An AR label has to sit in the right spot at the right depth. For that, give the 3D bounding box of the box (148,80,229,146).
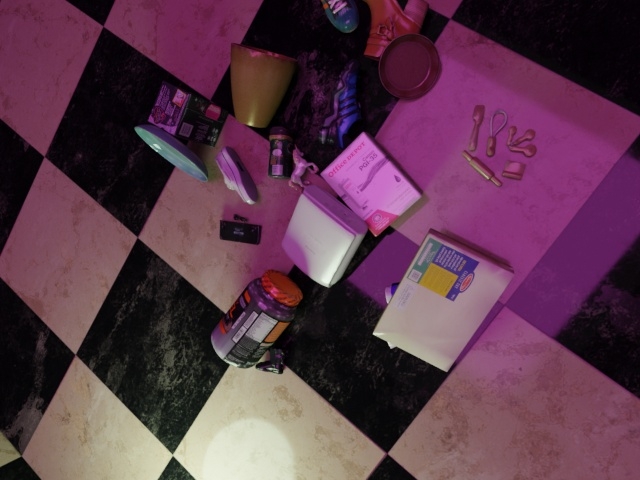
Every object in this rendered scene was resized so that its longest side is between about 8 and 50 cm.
[{"bbox_3d":[-0.492,-0.466,1.700,0.142,0.247,0.163,30,101,19],"label":"box"}]

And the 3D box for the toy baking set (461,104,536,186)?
[{"bbox_3d":[0.553,-0.300,1.428,0.256,0.030,0.197,42,102,14],"label":"toy baking set"}]

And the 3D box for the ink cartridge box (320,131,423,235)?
[{"bbox_3d":[0.169,-0.188,1.506,0.207,0.117,0.283,-43,88,18],"label":"ink cartridge box"}]

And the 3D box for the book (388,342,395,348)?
[{"bbox_3d":[0.285,0.298,1.549,0.144,0.035,0.096,-28,86,18],"label":"book"}]

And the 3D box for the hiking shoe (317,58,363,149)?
[{"bbox_3d":[0.094,-0.465,1.569,0.132,0.113,0.304,20,100,-3],"label":"hiking shoe"}]

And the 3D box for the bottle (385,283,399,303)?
[{"bbox_3d":[0.357,0.165,1.480,0.282,0.092,0.118,-9,97,21],"label":"bottle"}]

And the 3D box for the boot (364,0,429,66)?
[{"bbox_3d":[0.197,-0.724,1.519,0.283,0.109,0.220,29,105,10],"label":"boot"}]

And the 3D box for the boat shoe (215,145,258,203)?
[{"bbox_3d":[-0.324,-0.236,1.737,0.084,0.095,0.258,-35,69,22],"label":"boat shoe"}]

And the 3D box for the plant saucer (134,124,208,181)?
[{"bbox_3d":[-0.550,-0.336,1.711,0.317,0.317,0.044,29,78,17],"label":"plant saucer"}]

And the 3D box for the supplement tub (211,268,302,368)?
[{"bbox_3d":[-0.228,0.282,1.647,0.207,0.207,0.338,42,104,14],"label":"supplement tub"}]

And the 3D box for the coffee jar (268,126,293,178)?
[{"bbox_3d":[-0.145,-0.319,1.655,0.079,0.096,0.184,4,92,18],"label":"coffee jar"}]

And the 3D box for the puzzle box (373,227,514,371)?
[{"bbox_3d":[0.369,0.193,1.404,0.272,0.052,0.409,27,117,6],"label":"puzzle box"}]

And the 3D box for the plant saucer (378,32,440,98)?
[{"bbox_3d":[0.287,-0.568,1.479,0.198,0.036,0.199,0,115,0],"label":"plant saucer"}]

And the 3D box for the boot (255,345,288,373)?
[{"bbox_3d":[-0.187,0.449,1.724,0.121,0.045,0.099,7,97,13],"label":"boot"}]

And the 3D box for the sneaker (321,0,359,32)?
[{"bbox_3d":[0.033,-0.860,1.555,0.108,0.121,0.302,-28,82,20],"label":"sneaker"}]

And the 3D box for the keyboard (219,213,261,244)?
[{"bbox_3d":[-0.314,-0.047,1.768,0.180,0.023,0.108,8,101,20],"label":"keyboard"}]

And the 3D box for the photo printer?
[{"bbox_3d":[0.000,0.000,1.553,0.256,0.107,0.307,40,133,16],"label":"photo printer"}]

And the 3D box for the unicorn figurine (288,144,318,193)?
[{"bbox_3d":[-0.067,-0.258,1.634,0.111,0.060,0.162,25,80,-14],"label":"unicorn figurine"}]

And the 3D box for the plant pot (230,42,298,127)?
[{"bbox_3d":[-0.222,-0.547,1.628,0.237,0.237,0.254,23,115,19],"label":"plant pot"}]
